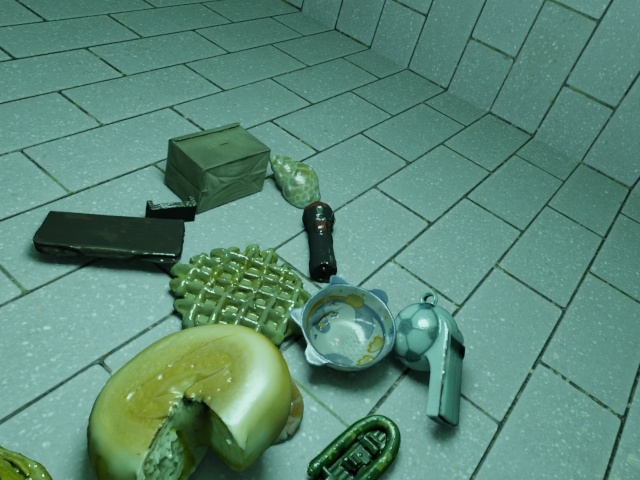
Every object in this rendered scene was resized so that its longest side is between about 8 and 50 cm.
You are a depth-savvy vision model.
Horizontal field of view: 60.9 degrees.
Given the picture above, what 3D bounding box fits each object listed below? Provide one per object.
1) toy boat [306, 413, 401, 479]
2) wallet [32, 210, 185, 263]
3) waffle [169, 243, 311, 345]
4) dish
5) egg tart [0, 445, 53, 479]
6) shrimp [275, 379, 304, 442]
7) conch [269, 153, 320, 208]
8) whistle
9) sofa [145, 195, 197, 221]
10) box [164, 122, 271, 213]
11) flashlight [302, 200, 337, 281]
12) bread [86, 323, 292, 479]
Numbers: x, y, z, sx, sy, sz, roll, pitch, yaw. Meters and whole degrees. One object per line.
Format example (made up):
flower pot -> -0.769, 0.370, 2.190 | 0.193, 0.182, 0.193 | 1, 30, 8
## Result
toy boat -> 0.068, 0.392, 0.987 | 0.104, 0.052, 0.210 | 38, 43, 26
wallet -> -0.466, -0.009, 1.227 | 0.309, 0.042, 0.165 | 5, 33, -13
waffle -> -0.169, 0.120, 1.206 | 0.309, 0.056, 0.292 | -9, 46, -32
dish -> 0.047, 0.191, 1.176 | 0.236, 0.086, 0.228 | -13, 55, -24
egg tart -> -0.504, 0.377, 0.716 | 0.294, 0.123, 0.294 | 10, 39, -8
shrimp -> -0.138, 0.268, 1.025 | 0.143, 0.052, 0.251 | -34, 70, -31
conch -> -0.065, -0.172, 1.559 | 0.116, 0.106, 0.173 | -25, 68, -18
whistle -> 0.222, 0.241, 1.171 | 0.163, 0.163, 0.290 | 15, 65, -6
sofa -> -0.370, -0.073, 1.347 | 0.118, 0.060, 0.039 | -10, 51, -31
box -> -0.274, -0.202, 1.462 | 0.149, 0.155, 0.231 | 40, 42, 24
flashlight -> 0.000, 0.000, 1.393 | 0.093, 0.093, 0.232 | 9, 40, -12
bread -> -0.206, 0.277, 0.894 | 0.333, 0.160, 0.333 | -8, 34, 5
